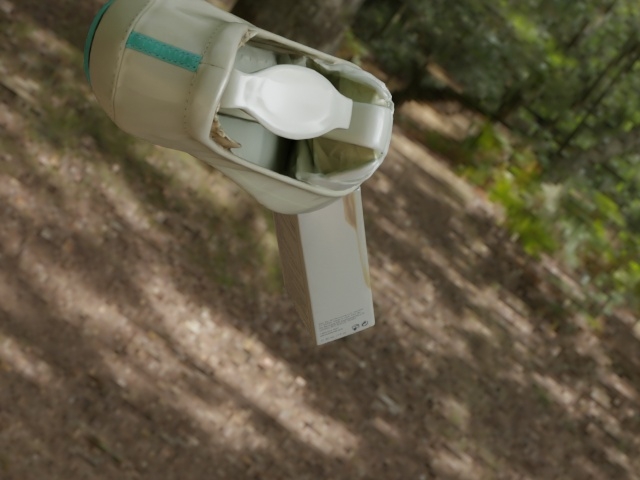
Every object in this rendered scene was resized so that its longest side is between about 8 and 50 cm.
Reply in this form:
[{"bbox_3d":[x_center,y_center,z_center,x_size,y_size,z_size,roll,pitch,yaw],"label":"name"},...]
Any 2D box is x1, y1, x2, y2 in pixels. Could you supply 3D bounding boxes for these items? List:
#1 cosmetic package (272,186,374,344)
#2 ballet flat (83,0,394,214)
[{"bbox_3d":[0.000,0.000,0.819,0.115,0.041,0.060,83,-16,-45],"label":"cosmetic package"},{"bbox_3d":[-0.012,-0.057,0.647,0.086,0.086,0.248,41,14,24],"label":"ballet flat"}]
